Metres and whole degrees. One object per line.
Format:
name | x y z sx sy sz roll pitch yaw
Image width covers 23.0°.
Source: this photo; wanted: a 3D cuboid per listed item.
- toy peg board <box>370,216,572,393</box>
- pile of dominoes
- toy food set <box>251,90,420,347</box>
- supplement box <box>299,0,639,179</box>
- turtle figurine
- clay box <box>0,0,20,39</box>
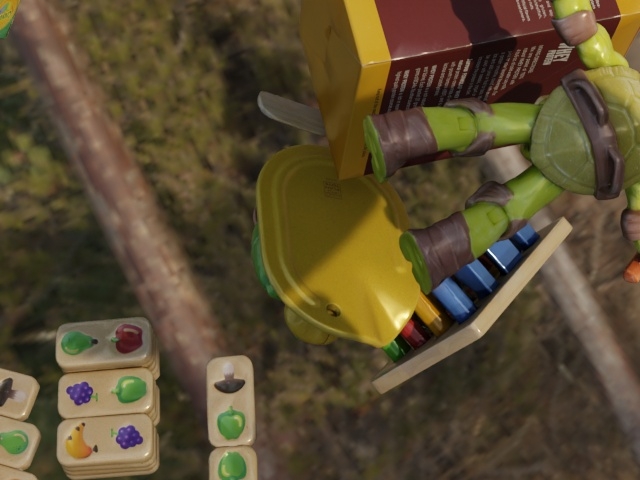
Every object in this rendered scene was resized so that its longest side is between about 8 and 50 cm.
toy peg board | 0.109 0.034 1.362 0.079 0.161 0.160 47 142 -4
pile of dominoes | -0.134 0.170 0.920 0.040 0.196 0.251 80 -174 -64
toy food set | 0.000 0.000 1.202 0.071 0.128 0.218 124 150 -45
supplement box | 0.097 -0.152 1.094 0.191 0.194 0.129 100 157 -69
turtle figurine | 0.147 -0.046 0.911 0.087 0.217 0.269 -133 22 -70
clay box | -0.289 -0.185 1.088 0.127 0.222 0.053 22 95 3
